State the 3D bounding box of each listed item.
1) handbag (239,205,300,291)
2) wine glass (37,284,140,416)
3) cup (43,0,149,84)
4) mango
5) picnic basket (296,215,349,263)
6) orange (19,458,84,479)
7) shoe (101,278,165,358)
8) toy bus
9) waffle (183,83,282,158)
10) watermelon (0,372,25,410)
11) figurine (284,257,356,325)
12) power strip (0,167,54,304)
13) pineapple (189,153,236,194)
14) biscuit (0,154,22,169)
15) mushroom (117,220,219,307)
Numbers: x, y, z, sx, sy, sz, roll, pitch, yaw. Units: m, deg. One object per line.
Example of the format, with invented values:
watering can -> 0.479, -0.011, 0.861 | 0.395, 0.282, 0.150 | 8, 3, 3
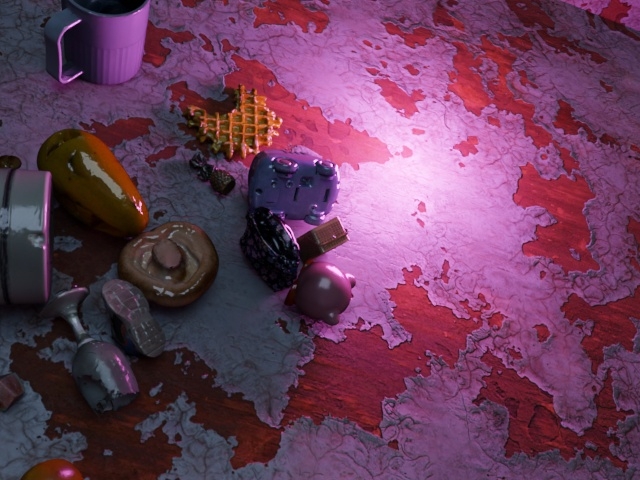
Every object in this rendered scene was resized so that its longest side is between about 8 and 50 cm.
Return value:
handbag -> -0.138, 0.018, 2.001 | 0.127, 0.208, 0.228 | -31, 76, -26
wine glass -> -0.567, 0.273, 1.747 | 0.143, 0.143, 0.321 | -26, 71, -30
cup -> -0.664, -0.637, 2.149 | 0.257, 0.311, 0.331 | 14, 58, -10
mango -> -0.605, -0.149, 1.911 | 0.365, 0.253, 0.182 | 37, 60, 9
picnic basket -> 0.000, 0.000, 2.084 | 0.115, 0.164, 0.079 | -26, 88, -30
orange -> -0.602, 0.562, 1.560 | 0.136, 0.159, 0.159 | 3, 52, 23
shoe -> -0.497, 0.209, 1.820 | 0.099, 0.125, 0.227 | -34, 94, -44
toy bus -> -0.095, -0.180, 2.141 | 0.294, 0.197, 0.232 | -1, 29, -26
waffle -> -0.268, -0.383, 2.282 | 0.293, 0.069, 0.260 | -35, 75, -31
watermelon -> -0.748, 0.351, 1.680 | 0.084, 0.072, 0.092 | 36, 49, -17
figurine -> 0.006, 0.143, 2.001 | 0.173, 0.173, 0.173 | 9, 58, -14
power strip -> -0.751, -0.008, 1.743 | 0.161, 0.357, 0.357 | 1, 60, -18
pineapple -> -0.333, -0.207, 2.158 | 0.159, 0.074, 0.074 | 38, 56, 15
biscuit -> -0.909, -0.175, 1.874 | 0.226, 0.226, 0.042 | -32, 118, -31
mushroom -> -0.412, 0.062, 1.922 | 0.278, 0.146, 0.278 | 5, 52, -6
